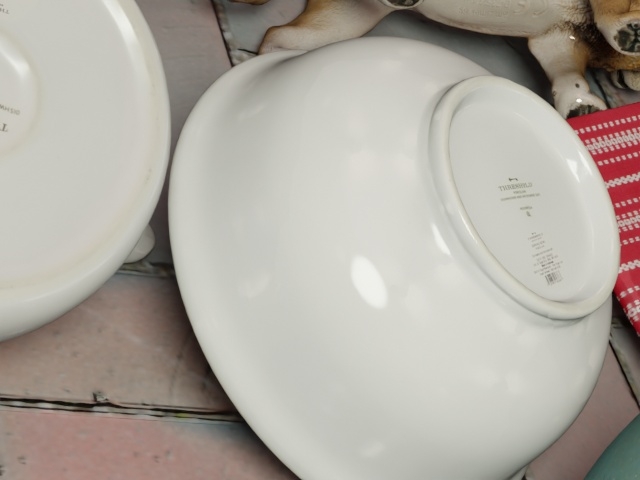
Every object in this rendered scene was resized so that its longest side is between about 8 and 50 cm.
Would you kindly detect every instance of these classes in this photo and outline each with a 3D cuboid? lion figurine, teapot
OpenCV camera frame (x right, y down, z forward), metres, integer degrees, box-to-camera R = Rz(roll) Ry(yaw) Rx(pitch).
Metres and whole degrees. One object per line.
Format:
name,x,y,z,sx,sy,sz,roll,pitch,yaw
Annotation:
lion figurine,0.113,-0.189,1.297,0.392,0.142,0.240,15,33,-11
teapot,-0.217,-0.054,0.906,0.252,0.187,0.256,-36,98,-32

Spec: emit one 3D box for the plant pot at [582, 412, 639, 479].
plant pot,0.244,0.160,0.843,0.290,0.195,0.290,-3,43,3

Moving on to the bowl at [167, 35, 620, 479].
bowl,0.070,-0.001,0.969,0.297,0.134,0.298,24,51,-34

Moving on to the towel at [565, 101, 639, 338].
towel,0.276,0.022,1.181,0.198,0.031,0.275,-14,66,-30
